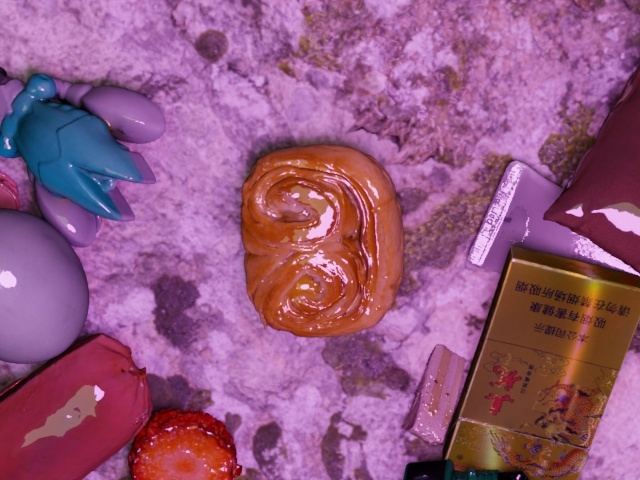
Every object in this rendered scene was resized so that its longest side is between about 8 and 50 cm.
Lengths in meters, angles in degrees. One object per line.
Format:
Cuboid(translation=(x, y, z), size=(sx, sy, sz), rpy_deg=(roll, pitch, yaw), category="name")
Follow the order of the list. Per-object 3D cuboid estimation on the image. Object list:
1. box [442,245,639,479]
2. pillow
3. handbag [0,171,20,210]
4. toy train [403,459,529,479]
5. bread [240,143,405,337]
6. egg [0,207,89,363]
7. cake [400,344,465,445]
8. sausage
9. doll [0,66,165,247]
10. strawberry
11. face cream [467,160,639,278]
Cuboid(translation=(0.273, 0.167, 1.656), size=(0.173, 0.043, 0.311), rpy_deg=(14, 116, -2), category="box")
Cuboid(translation=(0.463, -0.065, 1.594), size=(0.305, 0.108, 0.307), rpy_deg=(35, 76, -1), category="pillow")
Cuboid(translation=(-0.485, -0.012, 1.659), size=(0.157, 0.059, 0.212), rpy_deg=(33, 98, -21), category="handbag")
Cuboid(translation=(0.184, 0.339, 1.684), size=(0.228, 0.091, 0.136), rpy_deg=(-9, 113, 14), category="toy train")
Cuboid(translation=(0.003, -0.001, 1.639), size=(0.198, 0.120, 0.236), rpy_deg=(-4, 99, 3), category="bread")
Cuboid(translation=(-0.364, 0.057, 1.599), size=(0.168, 0.231, 0.168), rpy_deg=(-8, 56, 13), category="egg")
Cuboid(translation=(0.149, 0.196, 1.702), size=(0.052, 0.065, 0.121), rpy_deg=(21, 92, -5), category="cake")
Cuboid(translation=(-0.335, 0.231, 1.668), size=(0.280, 0.152, 0.152), rpy_deg=(-35, 97, 6), category="sausage")
Cuboid(translation=(-0.292, -0.127, 1.626), size=(0.195, 0.153, 0.258), rpy_deg=(-32, 80, 24), category="doll")
Cuboid(translation=(-0.172, 0.274, 1.700), size=(0.145, 0.086, 0.145), rpy_deg=(-1, 103, -2), category="strawberry")
Cuboid(translation=(0.350, 0.026, 1.659), size=(0.314, 0.089, 0.143), rpy_deg=(24, 101, 3), category="face cream")
